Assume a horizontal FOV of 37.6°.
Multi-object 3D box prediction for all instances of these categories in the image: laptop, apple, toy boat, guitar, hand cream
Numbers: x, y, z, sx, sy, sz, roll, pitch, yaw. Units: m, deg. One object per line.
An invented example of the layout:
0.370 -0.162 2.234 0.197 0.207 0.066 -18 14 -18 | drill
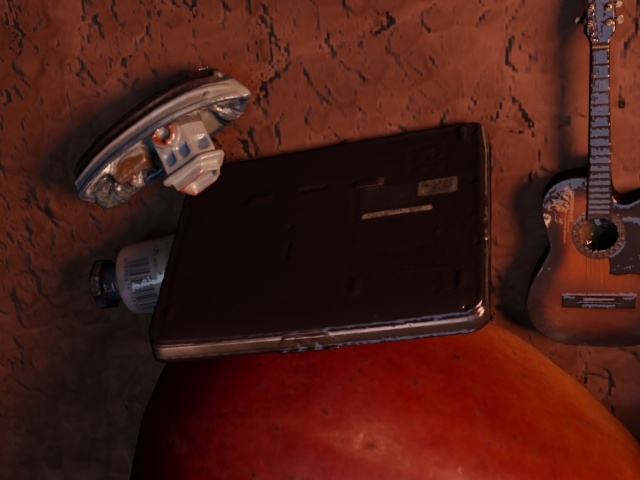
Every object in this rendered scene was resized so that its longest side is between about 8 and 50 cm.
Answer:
0.000 0.000 0.573 0.207 0.154 0.026 -8 137 20 | laptop
0.049 0.210 0.645 0.365 0.329 0.295 17 71 7 | apple
-0.100 -0.058 0.618 0.140 0.059 0.066 -34 73 18 | toy boat
0.167 -0.043 0.567 0.088 0.025 0.233 0 110 17 | guitar
-0.047 0.013 0.647 0.234 0.050 0.080 -8 108 15 | hand cream
